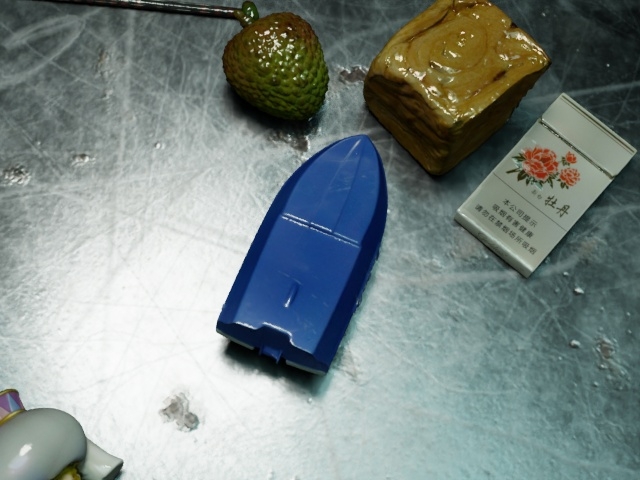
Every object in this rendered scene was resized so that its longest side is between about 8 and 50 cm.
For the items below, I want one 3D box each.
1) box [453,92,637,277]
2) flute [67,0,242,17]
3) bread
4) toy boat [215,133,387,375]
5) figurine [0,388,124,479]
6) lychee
[{"bbox_3d":[0.251,-0.063,1.487,0.109,0.029,0.198,40,72,9],"label":"box"},{"bbox_3d":[-0.214,-0.272,1.531,0.269,0.014,0.014,5,70,-4],"label":"flute"},{"bbox_3d":[0.142,-0.174,1.460,0.149,0.143,0.158,42,68,10],"label":"bread"},{"bbox_3d":[0.000,0.000,1.419,0.129,0.088,0.295,21,59,3],"label":"toy boat"},{"bbox_3d":[-0.235,0.264,1.263,0.263,0.142,0.189,41,37,13],"label":"figurine"},{"bbox_3d":[-0.050,-0.198,1.468,0.114,0.114,0.146,-35,94,-16],"label":"lychee"}]
